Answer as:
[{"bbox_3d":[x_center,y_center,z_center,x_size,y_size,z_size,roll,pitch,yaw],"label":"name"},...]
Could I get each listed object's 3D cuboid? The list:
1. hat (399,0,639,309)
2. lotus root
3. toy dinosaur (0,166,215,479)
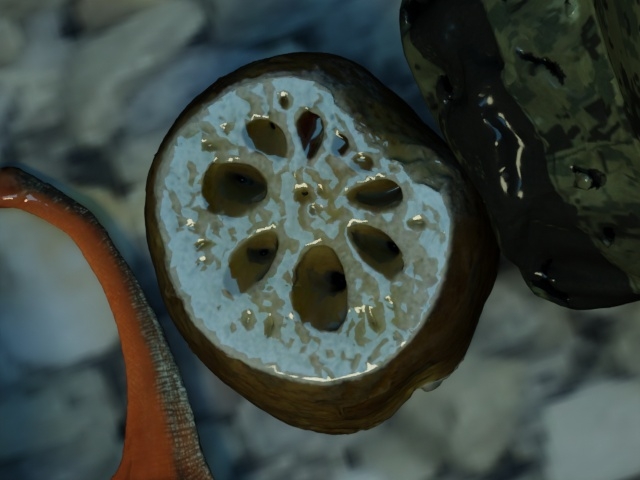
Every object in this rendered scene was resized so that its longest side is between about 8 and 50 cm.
[{"bbox_3d":[0.098,-0.053,0.605,0.128,0.265,0.265,-24,82,28],"label":"hat"},{"bbox_3d":[-0.002,0.002,0.654,0.122,0.081,0.112,43,93,6],"label":"lotus root"},{"bbox_3d":[-0.063,0.105,0.653,0.101,0.055,0.279,-31,81,-11],"label":"toy dinosaur"}]
